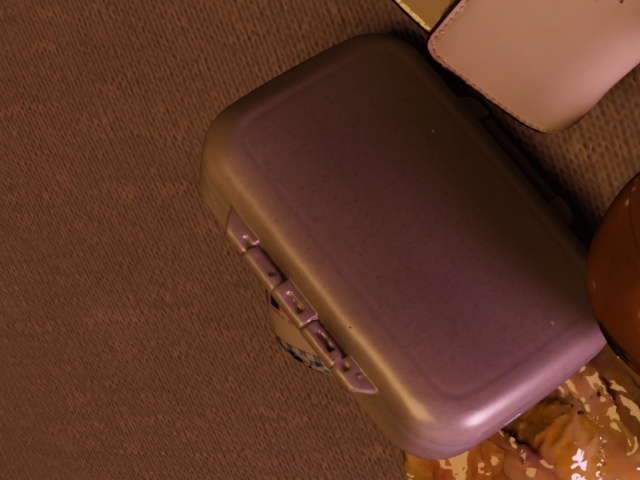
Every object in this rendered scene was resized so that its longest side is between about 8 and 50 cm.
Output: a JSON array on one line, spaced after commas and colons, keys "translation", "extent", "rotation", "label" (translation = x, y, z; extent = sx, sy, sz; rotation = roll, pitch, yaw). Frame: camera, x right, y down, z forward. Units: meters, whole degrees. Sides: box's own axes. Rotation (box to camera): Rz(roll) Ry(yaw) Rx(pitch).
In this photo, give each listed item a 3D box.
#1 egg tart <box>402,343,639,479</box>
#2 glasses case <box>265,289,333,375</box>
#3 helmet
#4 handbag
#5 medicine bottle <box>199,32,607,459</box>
[{"translation": [0.195, 0.219, 1.520], "extent": [0.352, 0.150, 0.352], "rotation": [23, 128, 33], "label": "egg tart"}, {"translation": [0.000, 0.000, 1.592], "extent": [0.125, 0.076, 0.327], "rotation": [19, 126, 29], "label": "glasses case"}, {"translation": [0.293, 0.026, 1.252], "extent": [0.198, 0.130, 0.224], "rotation": [124, 138, -51], "label": "helmet"}, {"translation": [0.223, -0.269, 1.177], "extent": [0.237, 0.160, 0.358], "rotation": [43, 135, -1], "label": "handbag"}, {"translation": [0.076, 0.000, 1.378], "extent": [0.375, 0.282, 0.123], "rotation": [51, 156, 15], "label": "medicine bottle"}]
